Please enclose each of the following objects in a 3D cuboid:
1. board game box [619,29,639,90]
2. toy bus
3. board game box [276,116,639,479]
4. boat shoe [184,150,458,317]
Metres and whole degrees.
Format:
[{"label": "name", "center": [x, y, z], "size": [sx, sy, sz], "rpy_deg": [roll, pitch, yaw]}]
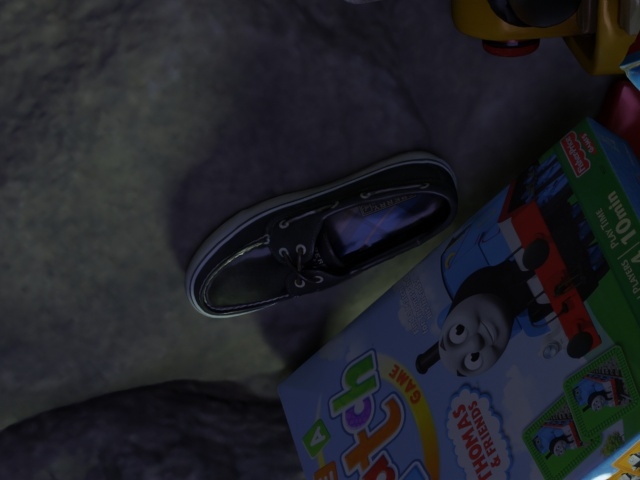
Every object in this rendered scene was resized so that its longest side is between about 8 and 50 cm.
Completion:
[{"label": "board game box", "center": [0.295, -0.087, 0.812], "size": [0.308, 0.302, 0.086], "rpy_deg": [42, 146, -22]}, {"label": "toy bus", "center": [0.136, -0.123, 0.871], "size": [0.191, 0.104, 0.202], "rpy_deg": [38, 104, -20]}, {"label": "board game box", "center": [0.080, 0.069, 0.899], "size": [0.039, 0.160, 0.211], "rpy_deg": [26, 121, -39]}, {"label": "boat shoe", "center": [0.000, 0.000, 0.943], "size": [0.142, 0.040, 0.049], "rpy_deg": [-26, 115, 5]}]
